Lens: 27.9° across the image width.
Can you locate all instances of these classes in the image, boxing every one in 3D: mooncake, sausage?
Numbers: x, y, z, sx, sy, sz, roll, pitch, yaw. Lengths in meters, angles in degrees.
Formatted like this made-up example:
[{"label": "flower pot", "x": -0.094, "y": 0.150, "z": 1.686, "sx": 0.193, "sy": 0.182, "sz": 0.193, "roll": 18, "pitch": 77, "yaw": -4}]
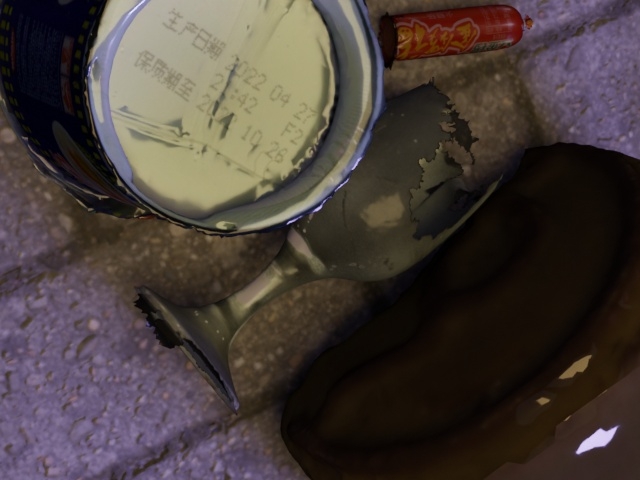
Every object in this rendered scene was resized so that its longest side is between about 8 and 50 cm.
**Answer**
[{"label": "mooncake", "x": 0.170, "y": 0.111, "z": 1.121, "sx": 0.246, "sy": 0.393, "sz": 0.394, "roll": 48, "pitch": 45, "yaw": -22}, {"label": "sausage", "x": 0.124, "y": -0.183, "z": 1.138, "sx": 0.145, "sy": 0.048, "sz": 0.050, "roll": -9, "pitch": 90, "yaw": -19}]

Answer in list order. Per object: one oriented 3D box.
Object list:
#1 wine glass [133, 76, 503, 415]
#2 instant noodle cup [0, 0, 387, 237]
[{"label": "wine glass", "x": 0.000, "y": 0.000, "z": 1.090, "sx": 0.321, "sy": 0.143, "sz": 0.143, "roll": -40, "pitch": 110, "yaw": -8}, {"label": "instant noodle cup", "x": -0.094, "y": -0.124, "z": 0.937, "sx": 0.284, "sy": 0.312, "sz": 0.284, "roll": -4, "pitch": 103, "yaw": -17}]
